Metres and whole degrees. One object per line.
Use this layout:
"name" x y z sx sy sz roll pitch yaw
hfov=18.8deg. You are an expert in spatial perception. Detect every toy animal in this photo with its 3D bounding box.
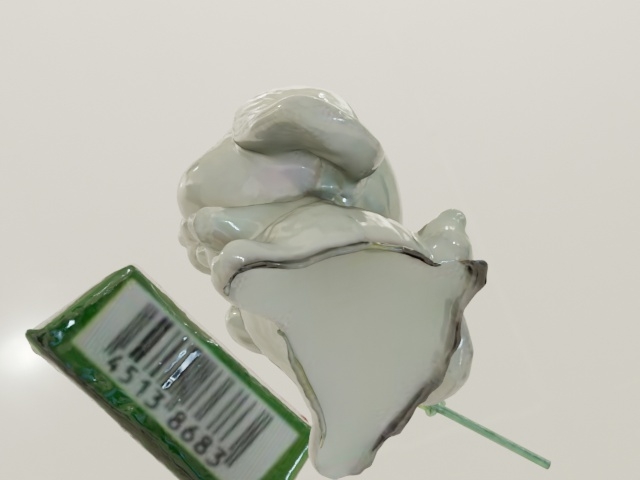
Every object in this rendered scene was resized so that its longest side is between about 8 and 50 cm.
"toy animal" 0.001 -0.003 1.335 0.174 0.289 0.249 -26 -34 -5

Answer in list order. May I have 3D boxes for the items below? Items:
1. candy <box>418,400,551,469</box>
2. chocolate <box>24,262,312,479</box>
"candy" 0.091 0.128 1.496 0.060 0.201 0.060 -60 7 12
"chocolate" -0.175 0.181 2.373 0.161 0.360 0.341 -47 3 -3
